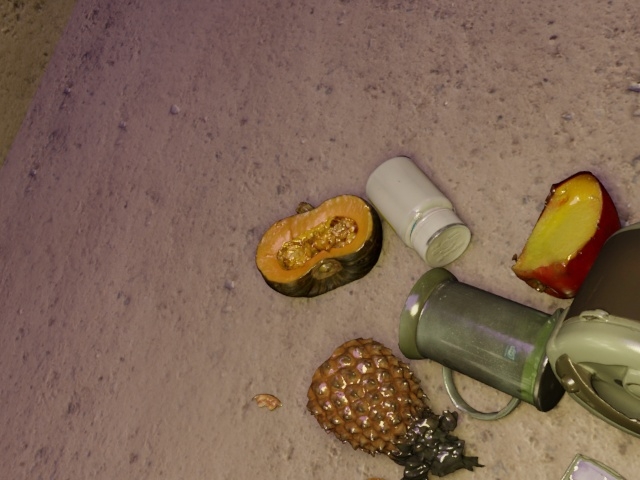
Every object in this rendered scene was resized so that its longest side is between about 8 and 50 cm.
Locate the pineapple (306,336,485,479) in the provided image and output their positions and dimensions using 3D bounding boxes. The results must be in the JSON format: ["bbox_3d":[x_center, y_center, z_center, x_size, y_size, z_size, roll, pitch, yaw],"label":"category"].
[{"bbox_3d":[0.153,0.366,1.577,0.357,0.223,0.223,38,87,22],"label":"pineapple"}]

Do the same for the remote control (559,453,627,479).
[{"bbox_3d":[0.437,0.522,1.404,0.123,0.038,0.285,27,78,38],"label":"remote control"}]

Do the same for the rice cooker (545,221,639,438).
[{"bbox_3d":[0.570,0.171,1.315,0.335,0.335,0.325,16,60,37],"label":"rice cooker"}]

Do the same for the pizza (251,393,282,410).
[{"bbox_3d":[-0.124,0.376,1.847,0.083,0.016,0.037,6,66,30],"label":"pizza"}]

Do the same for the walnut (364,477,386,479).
[{"bbox_3d":[0.124,0.529,1.580,0.121,0.052,0.091,36,84,38],"label":"walnut"}]

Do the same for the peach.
[{"bbox_3d":[0.517,-0.003,1.575,0.158,0.154,0.267,7,58,44],"label":"peach"}]

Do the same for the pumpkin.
[{"bbox_3d":[0.000,0.000,1.904,0.317,0.139,0.222,-27,56,18],"label":"pumpkin"}]

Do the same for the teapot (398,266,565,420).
[{"bbox_3d":[0.336,0.223,1.551,0.337,0.200,0.271,20,104,36],"label":"teapot"}]

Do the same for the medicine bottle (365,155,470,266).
[{"bbox_3d":[0.221,-0.067,1.801,0.143,0.143,0.258,-41,49,5],"label":"medicine bottle"}]
